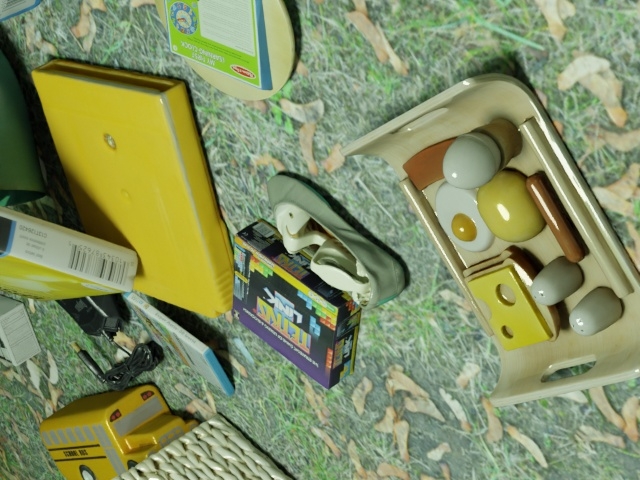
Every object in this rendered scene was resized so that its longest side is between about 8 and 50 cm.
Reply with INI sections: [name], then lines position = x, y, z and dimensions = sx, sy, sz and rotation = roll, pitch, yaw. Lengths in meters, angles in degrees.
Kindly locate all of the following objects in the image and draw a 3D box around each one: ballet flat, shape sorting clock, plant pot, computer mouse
[ballet flat]
position = 0.000, 0.000, 1.448
dimensions = 0.213, 0.068, 0.072
rotation = 38, 141, 26
[shape sorting clock]
position = -0.105, -0.244, 1.409
dimensions = 0.206, 0.040, 0.206
rotation = 27, 136, 30
[plant pot]
position = -0.533, -0.164, 1.797
dimensions = 0.293, 0.293, 0.235
rotation = -10, 85, 53
[computer mouse]
position = -0.345, 0.107, 1.966
dimensions = 0.262, 0.060, 0.184
rotation = 45, 143, 0

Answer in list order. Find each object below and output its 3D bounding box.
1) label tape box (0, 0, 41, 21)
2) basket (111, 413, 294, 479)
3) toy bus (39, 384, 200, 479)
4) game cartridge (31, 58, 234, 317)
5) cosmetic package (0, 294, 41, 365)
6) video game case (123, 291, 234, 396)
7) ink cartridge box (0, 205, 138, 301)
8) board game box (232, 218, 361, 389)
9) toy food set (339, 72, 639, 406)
[label tape box]
position = -0.455, -0.465, 1.607
dimensions = 0.333, 0.106, 0.240
rotation = 51, 145, 9
[basket]
position = -0.141, 0.482, 1.823
dimensions = 0.331, 0.266, 0.328
rotation = 37, 141, 28
[toy bus]
position = -0.308, 0.303, 2.027
dimensions = 0.333, 0.108, 0.130
rotation = -19, 100, 55
[game cartridge]
position = -0.234, -0.067, 1.704
dimensions = 0.285, 0.053, 0.323
rotation = 16, 131, 44
[cosmetic package]
position = -0.584, 0.140, 2.275
dimensions = 0.239, 0.060, 0.098
rotation = 12, 124, 46
[video game case]
position = -0.194, 0.141, 1.806
dimensions = 0.166, 0.015, 0.119
rotation = 32, 159, 32
[ink cartridge box]
position = -0.455, 0.017, 1.744
dimensions = 0.307, 0.304, 0.072
rotation = -11, 67, 45
[board game box]
position = -0.031, 0.076, 1.563
dimensions = 0.170, 0.048, 0.141
rotation = 35, 138, 29
[toy food set]
position = 0.159, 0.009, 1.240
dimensions = 0.220, 0.092, 0.306
rotation = -26, 95, 55
